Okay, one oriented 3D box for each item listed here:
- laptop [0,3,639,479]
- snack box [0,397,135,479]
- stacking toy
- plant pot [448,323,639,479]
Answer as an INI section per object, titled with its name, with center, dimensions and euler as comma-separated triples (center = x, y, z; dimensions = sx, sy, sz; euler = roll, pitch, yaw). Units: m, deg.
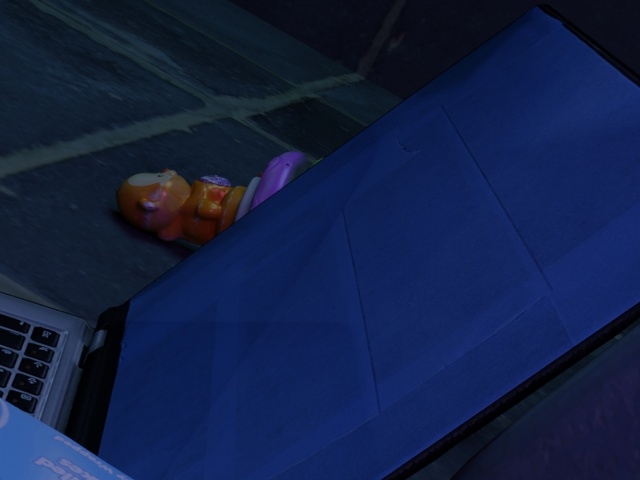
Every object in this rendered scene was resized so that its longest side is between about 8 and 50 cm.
[laptop]
center = -0.117, -0.017, 0.597
dimensions = 0.408, 0.236, 0.382
euler = 18, 14, -7
[snack box]
center = -0.196, 0.065, 0.342
dimensions = 0.322, 0.187, 0.060
euler = 30, 13, 7
[stacking toy]
center = 0.000, 0.000, 1.169
dimensions = 0.302, 0.165, 0.175
euler = 16, 12, 9
[plant pot]
center = 0.140, 0.168, 0.452
dimensions = 0.248, 0.252, 0.247
euler = 16, 49, -44
